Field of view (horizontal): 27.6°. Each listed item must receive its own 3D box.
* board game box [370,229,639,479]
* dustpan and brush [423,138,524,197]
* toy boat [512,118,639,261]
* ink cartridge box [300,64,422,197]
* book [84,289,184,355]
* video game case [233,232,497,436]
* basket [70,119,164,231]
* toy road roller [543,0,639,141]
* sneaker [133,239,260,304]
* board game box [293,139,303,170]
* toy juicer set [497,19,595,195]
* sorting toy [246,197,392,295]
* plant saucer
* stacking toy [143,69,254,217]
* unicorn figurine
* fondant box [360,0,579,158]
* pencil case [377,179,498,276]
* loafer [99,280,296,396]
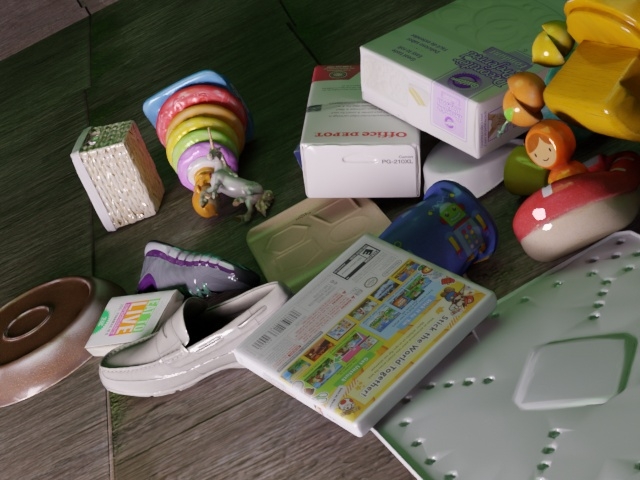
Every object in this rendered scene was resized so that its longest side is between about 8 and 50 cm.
[{"bbox_3d":[0.265,0.150,1.316,0.390,0.050,0.390,-30,24,-11],"label":"board game box"},{"bbox_3d":[0.182,-0.075,1.844,0.147,0.060,0.211,10,38,44],"label":"dustpan and brush"},{"bbox_3d":[0.295,-0.074,1.547,0.151,0.151,0.231,-29,4,25],"label":"toy boat"},{"bbox_3d":[0.068,-0.168,1.963,0.172,0.100,0.237,0,37,6],"label":"ink cartridge box"},{"bbox_3d":[-0.272,0.121,1.909,0.144,0.035,0.096,-9,46,40],"label":"book"},{"bbox_3d":[0.049,0.098,1.455,0.227,0.026,0.206,-41,43,-24],"label":"video game case"},{"bbox_3d":[-0.355,-0.118,2.309,0.103,0.167,0.113,-15,28,12],"label":"basket"},{"bbox_3d":[0.422,-0.197,1.571,0.240,0.329,0.202,-52,29,-4],"label":"toy road roller"},{"bbox_3d":[-0.183,0.068,1.931,0.224,0.083,0.098,12,80,42],"label":"sneaker"},{"bbox_3d":[0.064,-0.200,2.170,0.194,0.060,0.194,-19,28,17],"label":"board game box"},{"bbox_3d":[0.341,-0.225,1.779,0.089,0.209,0.329,16,50,44],"label":"toy juicer set"},{"bbox_3d":[0.000,0.000,1.898,0.193,0.038,0.208,-29,30,-3],"label":"sorting toy"},{"bbox_3d":[-0.450,0.145,2.045,0.311,0.050,0.310,-22,25,11],"label":"plant saucer"},{"bbox_3d":[-0.200,-0.143,2.245,0.166,0.175,0.301,-25,37,12],"label":"stacking toy"},{"bbox_3d":[-0.149,-0.092,2.123,0.060,0.162,0.111,-56,2,45],"label":"unicorn figurine"},{"bbox_3d":[0.257,-0.265,1.915,0.330,0.096,0.238,-31,44,-30],"label":"fondant box"},{"bbox_3d":[0.083,0.056,1.617,0.306,0.119,0.133,-39,-14,-22],"label":"pencil case"},{"bbox_3d":[-0.163,0.125,1.727,0.320,0.111,0.112,-18,27,20],"label":"loafer"}]
